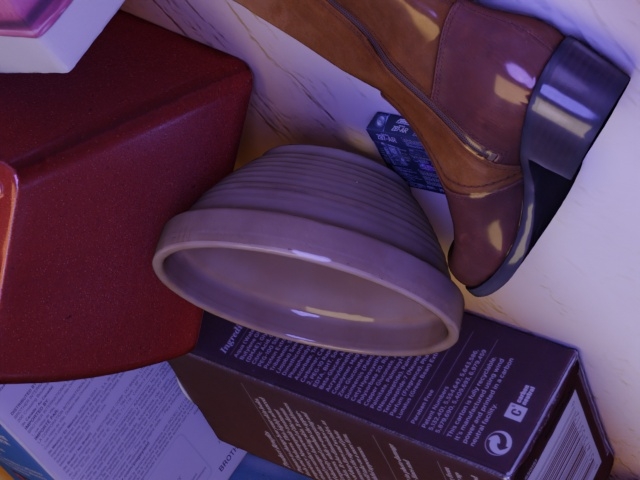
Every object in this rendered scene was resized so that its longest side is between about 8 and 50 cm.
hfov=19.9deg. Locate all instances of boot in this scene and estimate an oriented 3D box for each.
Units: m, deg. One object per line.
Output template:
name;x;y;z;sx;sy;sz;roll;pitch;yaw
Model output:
boot;0.043;-0.099;1.232;0.280;0.096;0.264;31;156;8

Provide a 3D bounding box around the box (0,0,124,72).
box;-0.235;-0.244;1.245;0.126;0.149;0.232;6;145;46

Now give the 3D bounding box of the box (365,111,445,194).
box;0.081;-0.062;1.352;0.083;0.018;0.067;14;150;38

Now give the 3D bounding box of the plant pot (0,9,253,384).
plant pot;-0.246;-0.037;1.411;0.267;0.235;0.267;24;117;22

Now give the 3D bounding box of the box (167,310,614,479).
box;0.057;0.144;1.635;0.381;0.143;0.191;17;152;30

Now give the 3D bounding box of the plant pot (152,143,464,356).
plant pot;0.000;0.000;1.380;0.237;0.110;0.237;13;161;4

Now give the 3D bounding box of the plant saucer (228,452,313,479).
plant saucer;-0.046;0.258;1.982;0.317;0.044;0.317;17;174;2

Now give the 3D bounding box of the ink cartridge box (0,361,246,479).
ink cartridge box;-0.219;0.099;1.731;0.151;0.270;0.395;17;152;39
